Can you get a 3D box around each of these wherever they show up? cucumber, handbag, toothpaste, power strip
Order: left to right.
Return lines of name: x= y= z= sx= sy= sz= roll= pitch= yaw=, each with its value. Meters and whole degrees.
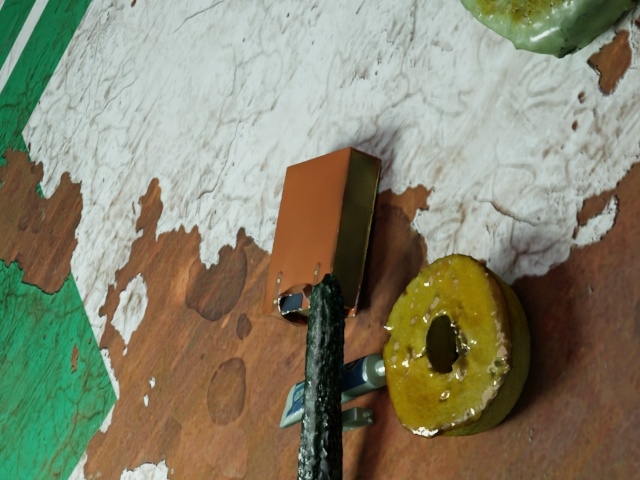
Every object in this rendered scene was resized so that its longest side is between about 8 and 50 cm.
handbag: x=0.000 y=0.000 z=1.642 sx=0.127 sy=0.062 sz=0.190 roll=-14 pitch=61 yaw=51
cucumber: x=0.003 y=0.160 z=1.523 sx=0.044 sy=0.043 sz=0.257 roll=-5 pitch=79 yaw=49
toothpaste: x=0.018 y=0.157 z=1.570 sx=0.197 sy=0.034 sz=0.057 roll=-28 pitch=38 yaw=48
power strip: x=0.026 y=0.192 z=1.547 sx=0.083 sy=0.027 sz=0.017 roll=-25 pitch=59 yaw=46

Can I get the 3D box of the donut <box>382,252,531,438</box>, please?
donut: x=0.136 y=0.104 z=1.400 sx=0.162 sy=0.065 sz=0.178 roll=-23 pitch=57 yaw=43

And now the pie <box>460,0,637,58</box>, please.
pie: x=0.236 y=-0.350 z=1.442 sx=0.296 sy=0.078 sz=0.371 roll=-5 pitch=71 yaw=53
